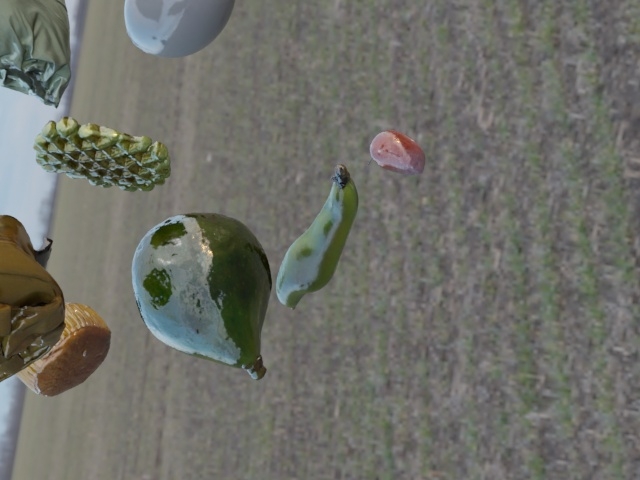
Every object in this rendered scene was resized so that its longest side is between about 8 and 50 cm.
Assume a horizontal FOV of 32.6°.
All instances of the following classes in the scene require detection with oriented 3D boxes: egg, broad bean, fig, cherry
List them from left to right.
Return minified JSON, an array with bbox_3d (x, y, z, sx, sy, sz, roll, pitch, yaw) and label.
[{"bbox_3d":[-0.244,-0.424,1.942,0.232,0.176,0.176,-28,48,40],"label":"egg"},{"bbox_3d":[-0.143,0.078,1.486,0.245,0.195,0.195,49,136,30],"label":"fig"},{"bbox_3d":[0.002,-0.005,1.653,0.067,0.075,0.325,-107,31,-43],"label":"broad bean"},{"bbox_3d":[0.166,-0.188,2.339,0.106,0.126,0.087,-9,-67,-81],"label":"cherry"}]

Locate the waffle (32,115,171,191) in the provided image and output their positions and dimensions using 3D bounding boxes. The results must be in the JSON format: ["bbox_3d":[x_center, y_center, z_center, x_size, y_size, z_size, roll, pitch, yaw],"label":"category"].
[{"bbox_3d":[-0.290,-0.108,1.458,0.169,0.183,0.036,127,153,-66],"label":"waffle"}]

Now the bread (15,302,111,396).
[{"bbox_3d":[-0.488,0.210,2.083,0.199,0.104,0.199,-43,-20,-21],"label":"bread"}]

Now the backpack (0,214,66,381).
[{"bbox_3d":[-0.495,0.090,1.284,0.201,0.378,0.353,69,151,26],"label":"backpack"}]

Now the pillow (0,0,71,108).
[{"bbox_3d":[-0.519,-0.379,1.750,0.138,0.283,0.310,-25,59,23],"label":"pillow"}]
